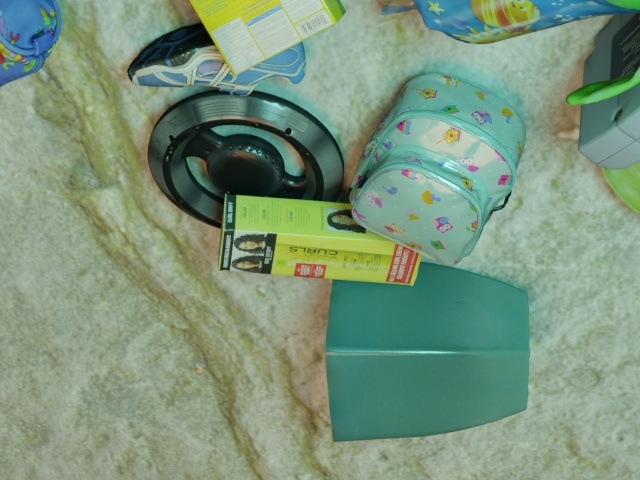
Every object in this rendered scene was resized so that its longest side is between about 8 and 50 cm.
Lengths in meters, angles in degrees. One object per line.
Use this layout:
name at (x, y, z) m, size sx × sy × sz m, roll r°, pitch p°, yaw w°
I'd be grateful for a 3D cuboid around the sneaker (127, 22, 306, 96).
sneaker at (-0.113, -0.189, 1.586) m, size 0.211 × 0.080 × 0.081 m, roll -7°, pitch 126°, yaw 25°

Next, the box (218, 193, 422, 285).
box at (0.000, 0.000, 1.701) m, size 0.232 × 0.058 × 0.087 m, roll 5°, pitch 142°, yaw -7°

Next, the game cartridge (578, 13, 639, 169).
game cartridge at (0.347, -0.200, 1.343) m, size 0.062 × 0.198 × 0.297 m, roll 26°, pitch 136°, yaw -18°

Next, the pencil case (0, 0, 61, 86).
pencil case at (-0.418, -0.196, 1.649) m, size 0.306 × 0.119 × 0.133 m, roll -27°, pitch 102°, yaw 36°

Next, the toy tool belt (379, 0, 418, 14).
toy tool belt at (0.079, -0.246, 1.490) m, size 0.083 × 0.052 × 0.051 m, roll -4°, pitch 122°, yaw 22°

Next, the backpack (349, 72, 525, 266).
backpack at (0.128, -0.078, 1.572) m, size 0.166 × 0.144 × 0.188 m, roll 27°, pitch 132°, yaw 0°

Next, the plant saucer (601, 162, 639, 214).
plant saucer at (0.411, -0.105, 1.526) m, size 0.241 × 0.037 × 0.241 m, roll 10°, pitch 134°, yaw 10°

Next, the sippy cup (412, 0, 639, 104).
sippy cup at (0.190, -0.285, 1.311) m, size 0.240 × 0.305 × 0.224 m, roll 16°, pitch 155°, yaw -38°

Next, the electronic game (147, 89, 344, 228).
electronic game at (-0.086, -0.087, 1.695) m, size 0.229 × 0.048 × 0.229 m, roll 5°, pitch 139°, yaw 5°

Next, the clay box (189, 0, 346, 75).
clay box at (-0.085, -0.291, 1.461) m, size 0.127 × 0.053 × 0.222 m, roll -24°, pitch 104°, yaw 23°

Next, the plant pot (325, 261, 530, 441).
plant pot at (0.132, 0.132, 1.757) m, size 0.234 × 0.165 × 0.165 m, roll 1°, pitch 133°, yaw 6°
